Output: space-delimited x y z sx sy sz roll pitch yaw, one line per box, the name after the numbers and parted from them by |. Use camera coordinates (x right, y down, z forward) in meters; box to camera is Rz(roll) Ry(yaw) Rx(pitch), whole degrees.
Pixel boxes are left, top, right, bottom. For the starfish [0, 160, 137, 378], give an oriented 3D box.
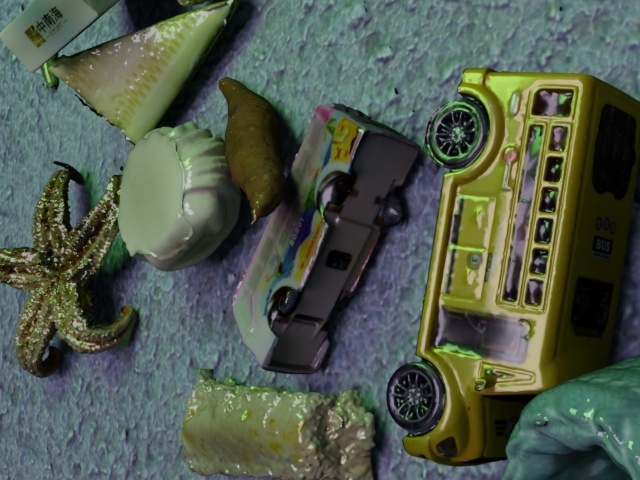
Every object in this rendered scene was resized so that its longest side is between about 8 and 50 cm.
-0.362 0.032 1.347 0.312 0.113 0.303 -11 79 32 | starfish

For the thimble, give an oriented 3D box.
0.236 0.198 0.693 0.198 0.143 0.235 21 121 58 | thimble

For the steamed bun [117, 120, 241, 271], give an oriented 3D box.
-0.160 -0.053 1.167 0.182 0.106 0.183 -11 76 47 | steamed bun

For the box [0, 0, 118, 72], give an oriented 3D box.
-0.289 -0.327 1.259 0.155 0.067 0.243 -27 23 39 | box

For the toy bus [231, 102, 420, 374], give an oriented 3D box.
-0.001 0.000 1.021 0.112 0.090 0.274 41 112 46 | toy bus

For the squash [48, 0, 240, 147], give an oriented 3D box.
-0.215 -0.268 1.252 0.169 0.093 0.252 39 118 0 | squash

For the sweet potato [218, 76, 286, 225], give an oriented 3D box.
-0.076 -0.097 1.077 0.314 0.066 0.072 -102 19 -55 | sweet potato

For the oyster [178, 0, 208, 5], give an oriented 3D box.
-0.129 -0.361 1.219 0.163 0.081 0.191 -48 35 -3 | oyster

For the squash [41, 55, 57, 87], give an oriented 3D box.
-0.416 -0.275 1.496 0.027 0.027 0.089 -16 74 41 | squash

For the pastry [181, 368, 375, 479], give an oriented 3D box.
-0.053 0.209 1.045 0.258 0.089 0.122 0 96 46 | pastry

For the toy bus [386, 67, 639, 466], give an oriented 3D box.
0.168 0.030 0.819 0.151 0.145 0.331 7 88 41 | toy bus
